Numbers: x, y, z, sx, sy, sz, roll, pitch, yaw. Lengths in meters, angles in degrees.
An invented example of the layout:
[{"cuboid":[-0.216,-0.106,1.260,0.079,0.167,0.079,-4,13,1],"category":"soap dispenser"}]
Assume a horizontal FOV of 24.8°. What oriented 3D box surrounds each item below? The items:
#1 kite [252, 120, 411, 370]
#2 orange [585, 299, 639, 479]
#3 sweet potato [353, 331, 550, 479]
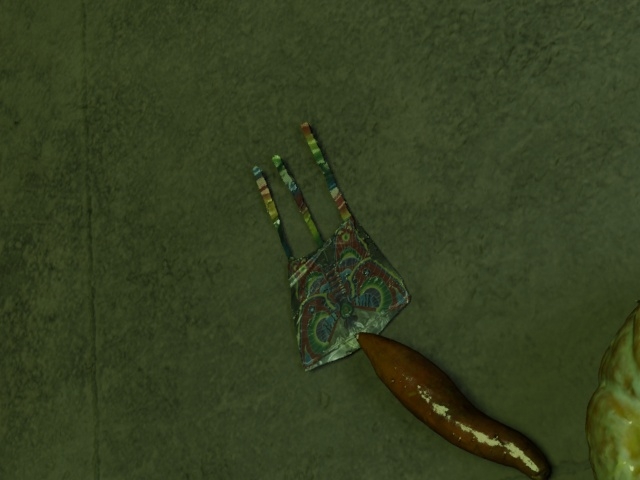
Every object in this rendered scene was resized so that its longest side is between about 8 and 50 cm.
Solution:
[{"cuboid":[0.000,0.000,1.646,0.152,0.015,0.285,-35,60,22],"category":"kite"},{"cuboid":[0.361,0.151,1.138,0.329,0.249,0.329,-1,89,50],"category":"orange"},{"cuboid":[0.124,0.167,1.468,0.264,0.057,0.057,39,101,35],"category":"sweet potato"}]
